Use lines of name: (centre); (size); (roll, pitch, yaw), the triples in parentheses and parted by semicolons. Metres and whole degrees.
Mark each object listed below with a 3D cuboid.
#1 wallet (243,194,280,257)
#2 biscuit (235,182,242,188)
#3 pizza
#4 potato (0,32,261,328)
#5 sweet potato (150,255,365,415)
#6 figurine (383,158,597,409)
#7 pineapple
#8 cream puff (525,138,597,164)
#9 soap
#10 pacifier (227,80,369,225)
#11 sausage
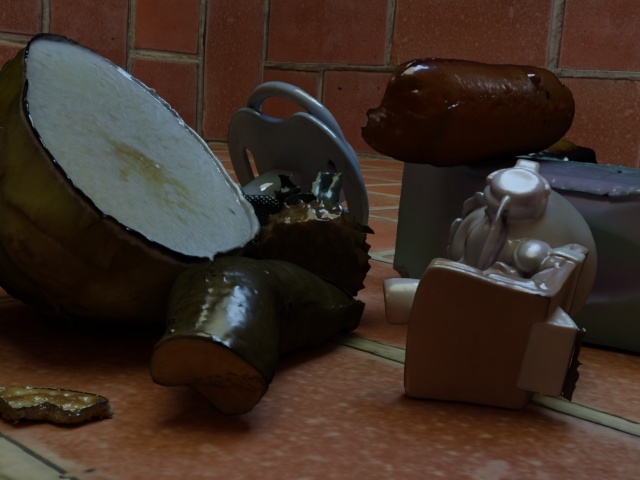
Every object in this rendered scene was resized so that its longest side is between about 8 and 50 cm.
wallet: (-0.081, -0.015, 1.072); (0.129, 0.088, 0.026); (4, 33, 16)
biscuit: (-0.267, -0.098, 1.653); (0.308, 0.040, 0.204); (3, 9, -9)
pizza: (-0.166, 0.100, 0.526); (0.083, 0.016, 0.037); (6, 7, -13)
potato: (-0.202, -0.015, 0.748); (0.246, 0.196, 0.300); (27, 21, -34)
sweet potato: (-0.041, 0.063, 0.647); (0.112, 0.085, 0.286); (43, 10, 16)
figurine: (0.137, 0.028, 0.675); (0.141, 0.163, 0.237); (11, 29, 16)
pineapple: (0.000, 0.000, 0.910); (0.130, 0.119, 0.277); (17, 12, -3)
cream puff: (0.324, -0.083, 1.406); (0.239, 0.165, 0.239); (2, 13, -1)
soap: (0.278, 0.003, 0.887); (0.261, 0.156, 0.446); (-5, 13, -42)
pacifier: (-0.070, -0.079, 1.199); (0.287, 0.238, 0.226); (16, 43, 44)
sausage: (0.162, -0.127, 0.871); (0.102, 0.102, 0.330); (11, 14, 38)
